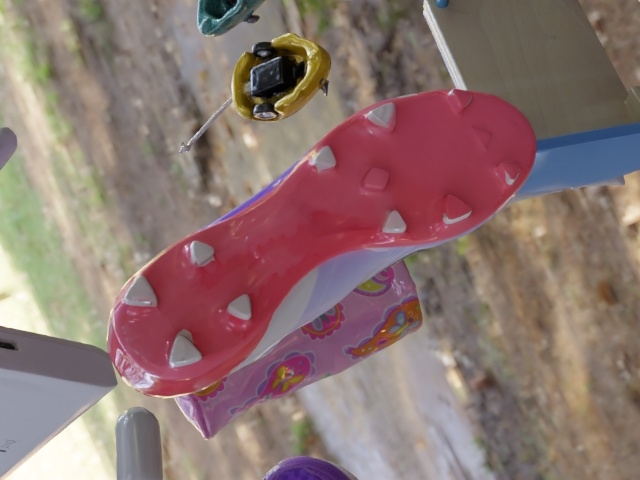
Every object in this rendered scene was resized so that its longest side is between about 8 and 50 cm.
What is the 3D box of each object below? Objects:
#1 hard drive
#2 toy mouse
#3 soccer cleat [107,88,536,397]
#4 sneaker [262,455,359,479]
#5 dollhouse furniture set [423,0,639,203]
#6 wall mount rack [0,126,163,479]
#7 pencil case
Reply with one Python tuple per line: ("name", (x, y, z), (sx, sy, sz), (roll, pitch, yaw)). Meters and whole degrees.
("hard drive", (-0.320, 0.157, 1.012), (0.307, 0.203, 0.040), (-39, 54, 28))
("toy mouse", (-0.013, -0.132, 0.705), (0.161, 0.031, 0.143), (-21, 67, 39))
("soccer cleat", (0.000, 0.000, 0.720), (0.083, 0.248, 0.095), (55, 161, 8))
("sneaker", (0.004, 0.233, 0.792), (0.104, 0.095, 0.236), (60, -160, -66))
("dollhouse furniture set", (0.200, -0.138, 1.212), (0.198, 0.303, 0.286), (100, 154, -53))
("wall mount rack", (-0.165, 0.023, 0.634), (0.350, 0.130, 0.304), (122, 137, -55))
("pencil case", (-0.033, 0.099, 1.476), (0.124, 0.284, 0.124), (59, 168, 21))
